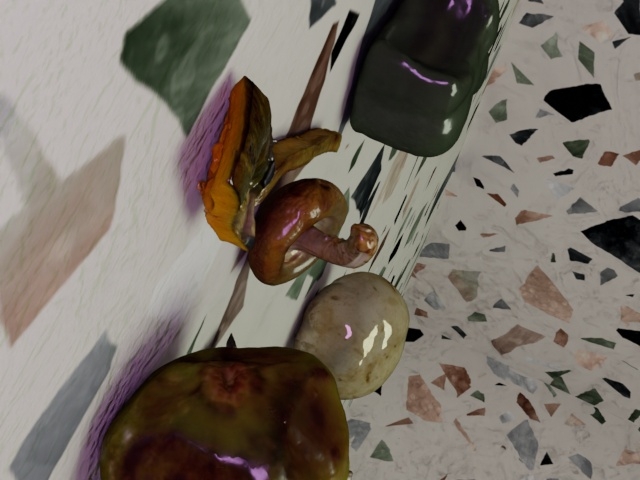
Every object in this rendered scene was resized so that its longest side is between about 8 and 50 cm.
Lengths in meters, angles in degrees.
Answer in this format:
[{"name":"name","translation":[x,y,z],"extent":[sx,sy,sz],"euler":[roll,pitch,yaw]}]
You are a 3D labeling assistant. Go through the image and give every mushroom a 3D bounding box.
[{"name":"mushroom","translation":[0.035,0.118,1.141],"extent":[0.166,0.127,0.166],"euler":[-33,133,-44]},{"name":"mushroom","translation":[-0.005,-0.010,0.667],"extent":[0.088,0.073,0.129],"euler":[-23,-174,-36]}]

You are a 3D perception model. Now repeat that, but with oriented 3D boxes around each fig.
[{"name":"fig","translation":[-0.057,0.139,0.578],"extent":[0.154,0.144,0.166],"euler":[-47,168,-25]}]

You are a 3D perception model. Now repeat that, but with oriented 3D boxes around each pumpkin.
[{"name":"pumpkin","translation":[-0.048,-0.042,0.508],"extent":[0.101,0.035,0.073],"euler":[88,16,-64]}]

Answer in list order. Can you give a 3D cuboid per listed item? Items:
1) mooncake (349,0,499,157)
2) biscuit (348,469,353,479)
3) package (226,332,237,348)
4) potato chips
[{"name":"mooncake","translation":[0.098,-0.163,0.820],"extent":[0.168,0.104,0.175],"euler":[28,83,-76]},{"name":"biscuit","translation":[-0.066,0.351,0.685],"extent":[0.094,0.054,0.379],"euler":[12,94,-58]},{"name":"package","translation":[-0.099,0.212,0.687],"extent":[0.194,0.071,0.269],"euler":[53,52,-39]},{"name":"potato chips","translation":[-0.016,-0.062,0.660],"extent":[0.037,0.026,0.204],"euler":[-65,173,21]}]
